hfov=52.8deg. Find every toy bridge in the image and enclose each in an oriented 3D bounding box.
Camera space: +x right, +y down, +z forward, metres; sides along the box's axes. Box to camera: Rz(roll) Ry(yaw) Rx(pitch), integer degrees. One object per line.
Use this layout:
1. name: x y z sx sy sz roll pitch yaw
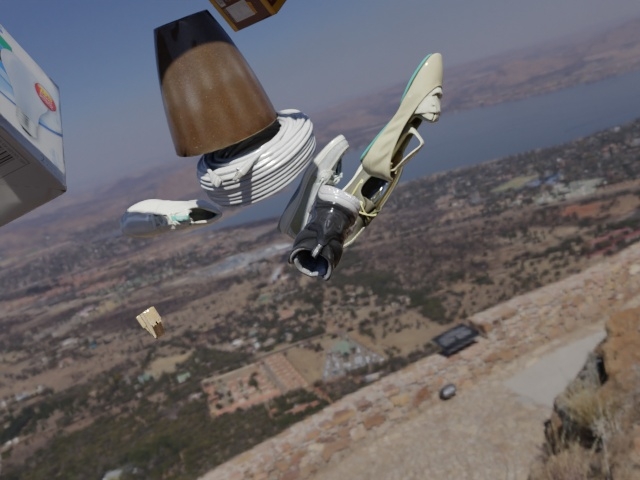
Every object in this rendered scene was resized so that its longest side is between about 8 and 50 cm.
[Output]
1. toy bridge: -0.346 0.173 1.327 0.026 0.063 0.188 -35 3 -22

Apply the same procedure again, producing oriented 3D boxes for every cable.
1. cable: -0.126 -0.169 1.298 0.257 0.089 0.257 -35 28 -15

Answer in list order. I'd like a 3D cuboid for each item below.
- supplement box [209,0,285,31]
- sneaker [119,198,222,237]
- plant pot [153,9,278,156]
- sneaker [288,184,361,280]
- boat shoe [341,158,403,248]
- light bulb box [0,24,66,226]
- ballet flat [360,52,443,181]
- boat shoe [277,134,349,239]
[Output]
1. supplement box: -0.201 -0.690 1.709 0.194 0.191 0.129 -1 51 48
2. sneaker: -0.311 -0.050 1.361 0.212 0.080 0.094 -13 12 -28
3. plant pot: -0.221 -0.308 1.230 0.215 0.230 0.215 -17 24 8
4. sneaker: 0.000 0.000 1.224 0.101 0.153 0.268 25 -13 2
5. boat shoe: 0.112 -0.104 1.675 0.305 0.109 0.091 -58 27 -9
6. light bulb box: -0.685 -0.264 1.213 0.225 0.358 0.361 -26 51 4
7. ballet flat: 0.168 -0.214 1.170 0.248 0.086 0.086 -58 -2 19
8. boat shoe: -0.004 -0.136 1.738 0.320 0.103 0.118 -59 -3 19
